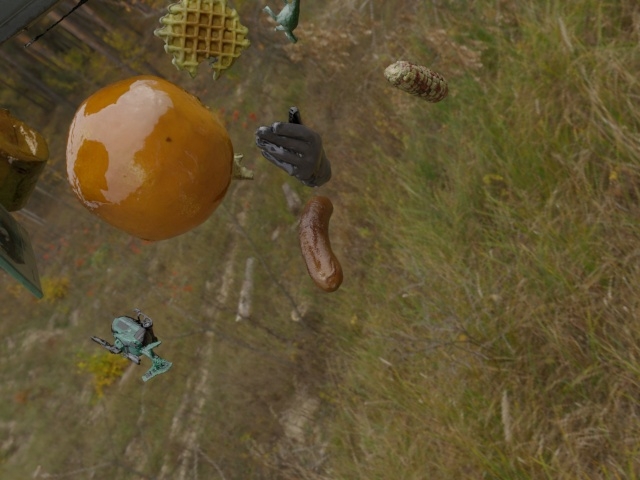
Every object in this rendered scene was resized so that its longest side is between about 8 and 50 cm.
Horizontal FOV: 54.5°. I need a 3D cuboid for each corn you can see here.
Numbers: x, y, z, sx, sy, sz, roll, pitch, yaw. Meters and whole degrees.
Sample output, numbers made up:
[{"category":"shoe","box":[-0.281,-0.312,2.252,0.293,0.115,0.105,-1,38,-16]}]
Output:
[{"category":"corn","box":[0.267,-0.439,1.706,0.086,0.253,0.086,-3,85,41]}]

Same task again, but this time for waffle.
[{"category":"waffle","box":[-0.353,-0.620,1.876,0.261,0.250,0.056,-45,21,-8]}]

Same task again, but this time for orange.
[{"category":"orange","box":[-0.317,-0.152,1.161,0.312,0.312,0.312,-38,32,30]}]

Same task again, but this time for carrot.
[{"category":"carrot","box":[-0.908,-0.197,1.719,0.340,0.242,0.241,-50,27,26]}]

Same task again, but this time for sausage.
[{"category":"sausage","box":[-0.004,-0.001,1.512,0.076,0.103,0.302,-52,28,34]}]

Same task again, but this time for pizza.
[{"category":"pizza","box":[-0.290,-0.179,1.516,0.324,0.223,0.089,1,96,50]}]

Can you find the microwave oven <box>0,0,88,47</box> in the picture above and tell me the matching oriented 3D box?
[{"category":"microwave oven","box":[-0.625,-0.593,1.197,0.236,0.374,0.432,-36,29,6]}]

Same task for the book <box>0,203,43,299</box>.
[{"category":"book","box":[-0.557,-0.046,1.005,0.025,0.282,0.215,-34,45,-7]}]

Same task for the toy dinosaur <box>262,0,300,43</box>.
[{"category":"toy dinosaur","box":[-0.123,-0.766,2.021,0.383,0.130,0.076,104,-170,-78]}]

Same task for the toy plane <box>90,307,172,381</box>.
[{"category":"toy plane","box":[-0.578,0.327,1.950,0.382,0.106,0.155,23,40,40]}]

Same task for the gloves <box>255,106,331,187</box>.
[{"category":"gloves","box":[-0.045,-0.203,1.399,0.119,0.285,0.142,5,79,28]}]
